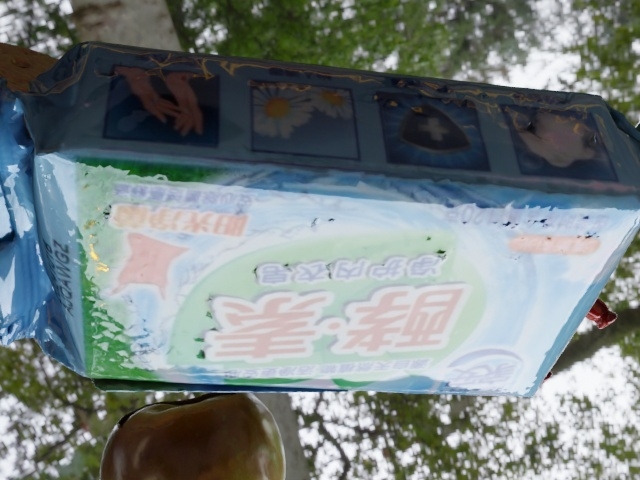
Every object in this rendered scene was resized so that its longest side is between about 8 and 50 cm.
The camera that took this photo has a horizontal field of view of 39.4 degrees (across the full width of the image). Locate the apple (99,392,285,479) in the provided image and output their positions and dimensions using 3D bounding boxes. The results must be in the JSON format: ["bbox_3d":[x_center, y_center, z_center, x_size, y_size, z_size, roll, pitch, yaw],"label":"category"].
[{"bbox_3d":[-0.161,0.290,1.155,0.237,0.237,0.207,-5,-104,18],"label":"apple"}]

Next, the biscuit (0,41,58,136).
[{"bbox_3d":[-0.243,-0.076,0.934,0.078,0.455,0.349,-53,-176,14],"label":"biscuit"}]

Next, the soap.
[{"bbox_3d":[0.000,0.000,0.395,0.294,0.156,0.077,3,-132,-8],"label":"soap"}]

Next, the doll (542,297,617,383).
[{"bbox_3d":[0.236,0.017,1.283,0.188,0.099,0.384,-42,-105,-9],"label":"doll"}]
